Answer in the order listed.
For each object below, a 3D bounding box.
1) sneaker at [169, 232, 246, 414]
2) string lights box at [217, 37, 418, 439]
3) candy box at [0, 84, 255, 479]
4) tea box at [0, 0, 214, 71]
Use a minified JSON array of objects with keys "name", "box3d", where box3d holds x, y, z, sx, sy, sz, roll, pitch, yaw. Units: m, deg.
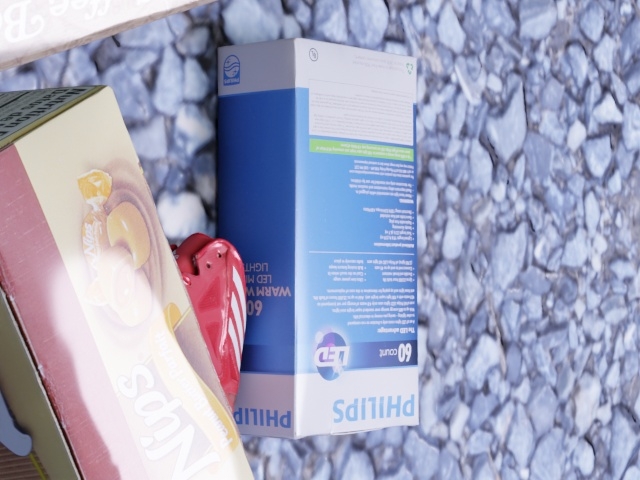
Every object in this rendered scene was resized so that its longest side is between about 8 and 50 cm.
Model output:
[{"name":"sneaker","box3d":[-0.118,0.038,1.006,0.221,0.087,0.128,49,45,-52]},{"name":"string lights box","box3d":[0.000,0.000,1.134,0.133,0.076,0.260,2,87,-49]},{"name":"candy box","box3d":[-0.193,0.039,0.718,0.087,0.316,0.183,-40,119,-43]},{"name":"tea box","box3d":[-0.231,-0.226,0.697,0.329,0.220,0.323,-24,115,-39]}]
